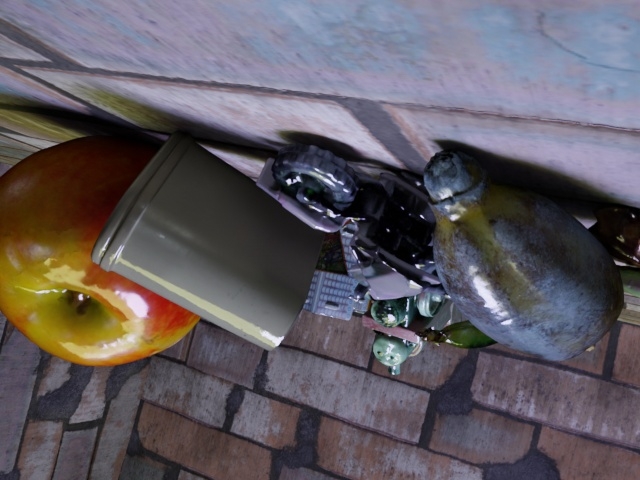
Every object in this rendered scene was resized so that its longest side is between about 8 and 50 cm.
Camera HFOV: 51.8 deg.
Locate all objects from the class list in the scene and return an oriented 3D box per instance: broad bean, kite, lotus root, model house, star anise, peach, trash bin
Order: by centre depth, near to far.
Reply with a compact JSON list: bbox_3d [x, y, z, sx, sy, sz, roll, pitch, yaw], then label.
[{"bbox_3d":[0.202,0.029,0.684,0.158,0.140,0.322,-11,147,40],"label":"lotus root"},{"bbox_3d":[0.354,0.006,0.690,0.168,0.057,0.168,13,176,1],"label":"star anise"},{"bbox_3d":[-0.131,-0.002,0.852,0.247,0.121,0.243,31,-145,-12],"label":"trash bin"},{"bbox_3d":[0.285,0.101,0.935,0.292,0.049,0.144,-28,147,30],"label":"broad bean"},{"bbox_3d":[0.000,0.000,1.000,0.014,0.183,0.241,59,-174,-31],"label":"kite"},{"bbox_3d":[-0.337,0.004,1.070,0.388,0.388,0.388,14,176,1],"label":"peach"},{"bbox_3d":[0.036,0.073,1.613,0.198,0.224,0.215,14,177,18],"label":"model house"}]

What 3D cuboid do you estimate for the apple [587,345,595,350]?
[{"bbox_3d":[0.543,0.171,1.654,0.251,0.163,0.293,28,157,-28],"label":"apple"}]

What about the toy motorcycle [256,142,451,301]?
[{"bbox_3d":[0.060,-0.008,0.826,0.327,0.143,0.188,31,156,-23],"label":"toy motorcycle"}]

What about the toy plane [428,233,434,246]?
[{"bbox_3d":[0.229,0.029,0.994,0.267,0.122,0.267,13,174,1],"label":"toy plane"}]

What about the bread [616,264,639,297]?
[{"bbox_3d":[0.522,0.070,0.928,0.301,0.045,0.301,10,-176,-1],"label":"bread"}]

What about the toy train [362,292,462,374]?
[{"bbox_3d":[0.183,0.113,1.232,0.150,0.221,0.304,17,-149,29],"label":"toy train"}]
